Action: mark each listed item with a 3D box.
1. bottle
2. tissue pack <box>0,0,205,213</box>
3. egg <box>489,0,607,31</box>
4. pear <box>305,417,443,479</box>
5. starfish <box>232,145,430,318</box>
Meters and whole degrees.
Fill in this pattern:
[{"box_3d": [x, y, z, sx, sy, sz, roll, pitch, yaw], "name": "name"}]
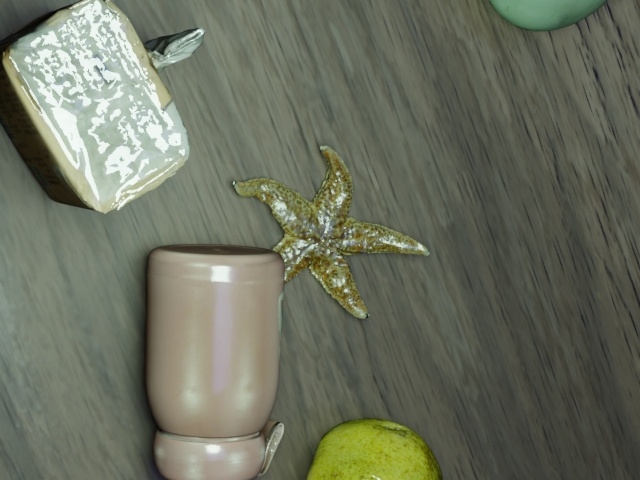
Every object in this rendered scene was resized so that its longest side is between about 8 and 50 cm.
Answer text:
[{"box_3d": [-0.122, 0.157, 1.912, 0.206, 0.173, 0.297, -3, 96, -53], "name": "bottle"}, {"box_3d": [-0.248, -0.174, 1.764, 0.238, 0.305, 0.239, -1, 94, -19], "name": "tissue pack"}, {"box_3d": [0.318, -0.405, 2.001, 0.203, 0.203, 0.283, 34, 80, -18], "name": "egg"}, {"box_3d": [0.073, 0.327, 1.970, 0.197, 0.197, 0.197, -1, 94, -19], "name": "pear"}, {"box_3d": [0.000, 0.000, 1.995, 0.277, 0.062, 0.236, 20, 89, -17], "name": "starfish"}]
